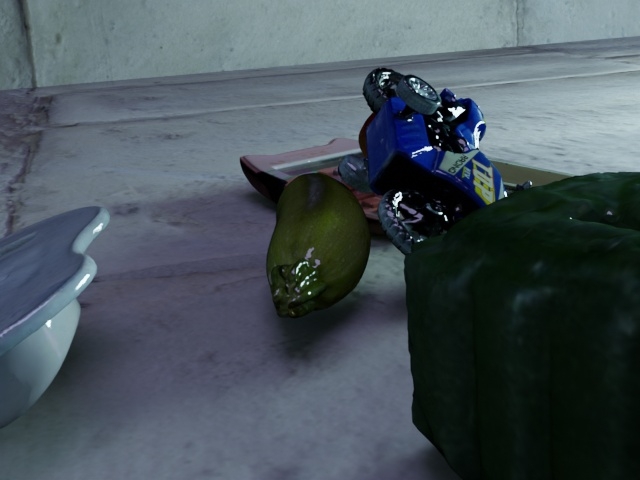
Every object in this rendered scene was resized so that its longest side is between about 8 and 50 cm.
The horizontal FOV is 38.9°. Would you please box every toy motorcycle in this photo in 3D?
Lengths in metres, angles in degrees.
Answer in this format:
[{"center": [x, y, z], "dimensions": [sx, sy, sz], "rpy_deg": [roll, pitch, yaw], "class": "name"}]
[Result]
[{"center": [0.116, -0.062, 0.836], "dimensions": [0.169, 0.113, 0.315], "rpy_deg": [25, 33, -18], "class": "toy motorcycle"}]

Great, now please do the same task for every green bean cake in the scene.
[{"center": [0.235, 0.051, 0.455], "dimensions": [0.300, 0.169, 0.308], "rpy_deg": [-14, 19, -30], "class": "green bean cake"}]

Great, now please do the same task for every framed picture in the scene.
[{"center": [0.231, -0.070, 1.035], "dimensions": [0.183, 0.011, 0.142], "rpy_deg": [10, 17, -3], "class": "framed picture"}]

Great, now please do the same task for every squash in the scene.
[{"center": [0.000, 0.000, 0.799], "dimensions": [0.094, 0.094, 0.341], "rpy_deg": [-3, 15, 1], "class": "squash"}]

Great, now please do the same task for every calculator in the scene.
[{"center": [0.059, -0.063, 1.064], "dimensions": [0.220, 0.048, 0.329], "rpy_deg": [-14, 22, -34], "class": "calculator"}]

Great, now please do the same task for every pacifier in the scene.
[{"center": [-0.267, 0.010, 0.598], "dimensions": [0.238, 0.226, 0.287], "rpy_deg": [-22, 16, 2], "class": "pacifier"}]

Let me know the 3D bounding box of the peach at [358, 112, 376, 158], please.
[{"center": [0.096, -0.114, 1.006], "dimensions": [0.100, 0.101, 0.101], "rpy_deg": [-3, 17, 1], "class": "peach"}]
